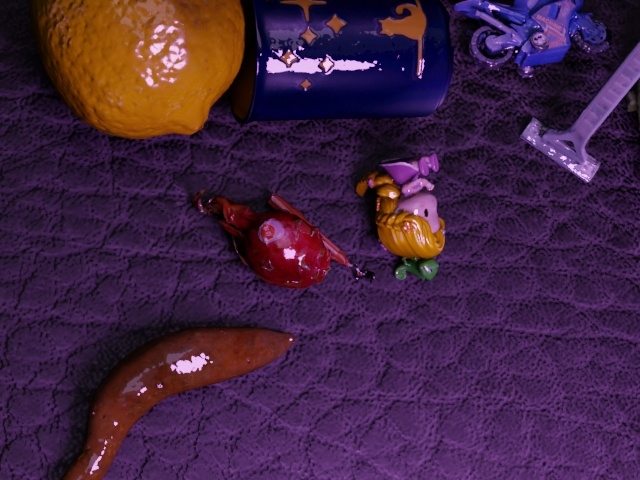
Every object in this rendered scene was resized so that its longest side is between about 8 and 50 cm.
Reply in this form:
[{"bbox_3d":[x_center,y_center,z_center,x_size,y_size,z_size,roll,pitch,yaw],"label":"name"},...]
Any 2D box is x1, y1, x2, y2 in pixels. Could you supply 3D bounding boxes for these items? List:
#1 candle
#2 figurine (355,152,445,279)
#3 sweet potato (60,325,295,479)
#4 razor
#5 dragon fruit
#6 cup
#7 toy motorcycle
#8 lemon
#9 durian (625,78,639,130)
[{"bbox_3d":[-0.001,0.001,1.837,0.167,0.021,0.026,40,96,-1],"label":"candle"},{"bbox_3d":[0.099,-0.025,1.843,0.095,0.115,0.156,-19,100,-50],"label":"figurine"},{"bbox_3d":[-0.187,0.173,1.716,0.346,0.079,0.108,-35,97,-16],"label":"sweet potato"},{"bbox_3d":[0.367,-0.189,1.850,0.111,0.278,0.056,34,43,-1],"label":"razor"},{"bbox_3d":[-0.075,-0.005,1.789,0.190,0.094,0.094,30,70,3],"label":"dragon fruit"},{"bbox_3d":[0.023,-0.274,1.821,0.256,0.178,0.255,-3,102,-16],"label":"cup"},{"bbox_3d":[0.286,-0.286,1.959,0.205,0.076,0.114,-9,68,-13],"label":"toy motorcycle"},{"bbox_3d":[-0.221,-0.264,1.742,0.253,0.253,0.310,-22,85,-17],"label":"lemon"},{"bbox_3d":[0.519,-0.162,1.869,0.204,0.256,0.339,-10,86,-29],"label":"durian"}]
